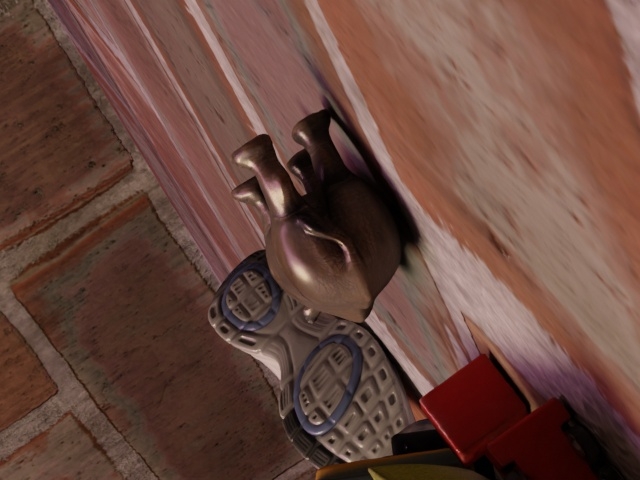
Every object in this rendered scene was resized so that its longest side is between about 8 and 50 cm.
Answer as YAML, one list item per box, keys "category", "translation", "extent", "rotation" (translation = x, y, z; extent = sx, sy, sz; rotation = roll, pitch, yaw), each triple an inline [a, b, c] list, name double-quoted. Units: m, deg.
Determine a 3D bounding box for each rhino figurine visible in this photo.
- category: "rhino figurine"
  translation: [0.000, 0.000, 0.964]
  extent: [0.106, 0.073, 0.243]
  rotation: [58, 175, 6]

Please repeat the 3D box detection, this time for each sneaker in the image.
- category: "sneaker"
  translation: [0.017, 0.118, 1.406]
  extent: [0.129, 0.111, 0.297]
  rotation: [39, -171, -40]

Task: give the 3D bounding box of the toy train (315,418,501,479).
- category: "toy train"
  translation: [0.072, 0.272, 0.965]
  extent: [0.190, 0.142, 0.334]
  rotation: [14, -111, -66]

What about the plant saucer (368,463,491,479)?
- category: "plant saucer"
  translation: [0.104, 0.183, 0.786]
  extent: [0.188, 0.045, 0.188]
  rotation: [55, 174, -2]

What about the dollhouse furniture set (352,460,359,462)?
- category: "dollhouse furniture set"
  translation: [0.078, 0.305, 1.255]
  extent: [0.197, 0.151, 0.301]
  rotation: [28, 165, 12]

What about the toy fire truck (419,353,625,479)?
- category: "toy fire truck"
  translation: [0.125, 0.138, 0.835]
  extent: [0.192, 0.047, 0.135]
  rotation: [53, 173, 15]
